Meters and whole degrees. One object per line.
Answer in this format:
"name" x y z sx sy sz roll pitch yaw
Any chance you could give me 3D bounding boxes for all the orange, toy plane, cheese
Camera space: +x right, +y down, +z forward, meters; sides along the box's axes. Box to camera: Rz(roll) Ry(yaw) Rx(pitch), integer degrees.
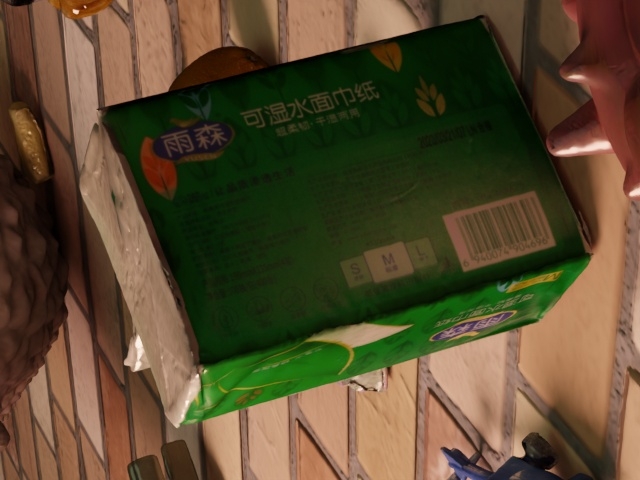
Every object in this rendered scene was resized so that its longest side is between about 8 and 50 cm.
"orange" -0.064 -0.088 1.309 0.085 0.085 0.085 164 90 -70
"toy plane" 0.104 0.138 1.072 0.062 0.054 0.167 53 167 -20
"cheese" -0.287 -0.098 1.963 0.044 0.030 0.083 10 120 62

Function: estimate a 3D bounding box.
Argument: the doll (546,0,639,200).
"doll" 0.153 -0.060 0.708 0.211 0.093 0.262 17 118 60

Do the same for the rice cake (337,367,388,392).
"rice cake" 0.023 0.008 1.203 0.043 0.034 0.211 -115 19 -48

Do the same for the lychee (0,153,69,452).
"lychee" -0.441 0.051 1.992 0.432 0.380 0.380 55 155 18

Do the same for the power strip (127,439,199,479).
"power strip" -0.201 0.264 1.667 0.229 0.261 0.141 141 113 -69

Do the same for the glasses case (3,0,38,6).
"glasses case" -0.275 -0.351 1.657 0.122 0.082 0.321 -133 31 -54

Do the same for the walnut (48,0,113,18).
"walnut" -0.180 -0.249 1.503 0.170 0.069 0.143 109 142 -56

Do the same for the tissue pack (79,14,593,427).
"tissue pack" -0.002 -0.001 1.003 0.156 0.209 0.148 120 131 -64
